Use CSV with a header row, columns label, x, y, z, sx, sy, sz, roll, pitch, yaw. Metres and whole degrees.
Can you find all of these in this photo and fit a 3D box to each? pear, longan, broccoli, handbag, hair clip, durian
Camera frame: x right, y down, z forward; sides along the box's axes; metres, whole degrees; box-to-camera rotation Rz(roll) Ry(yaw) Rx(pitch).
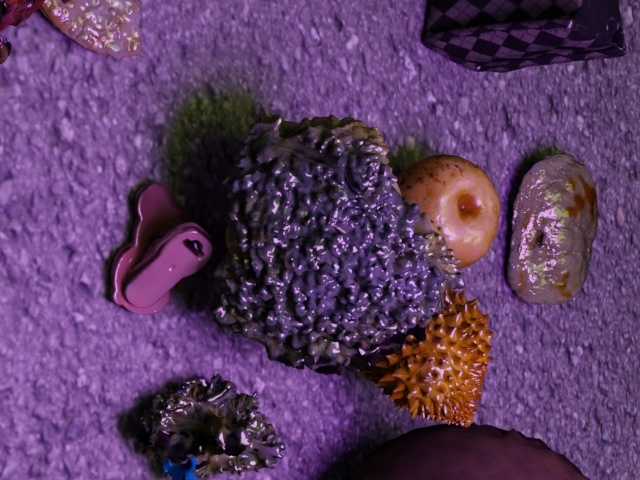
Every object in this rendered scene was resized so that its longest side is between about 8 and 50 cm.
label,x,y,z,sx,sy,sz,roll,pitch,yaw
pear,0.166,-0.037,1.813,0.178,0.178,0.178,-3,94,-42
longan,0.198,0.422,1.714,0.391,0.391,0.391,-3,94,-42
broccoli,-0.010,-0.005,1.602,0.348,0.293,0.281,58,11,-15
handbag,0.323,-0.465,1.827,0.180,0.316,0.416,16,81,-35
broccoli,-0.131,0.239,1.561,0.154,0.160,0.167,-42,101,-13
hair clip,-0.202,0.016,1.570,0.138,0.102,0.123,-45,125,8
durian,0.124,0.125,1.729,0.183,0.249,0.138,-52,130,1

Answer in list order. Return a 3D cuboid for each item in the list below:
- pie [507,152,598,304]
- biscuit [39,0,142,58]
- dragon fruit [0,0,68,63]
label,x,y,z,sx,sy,sz,roll,pitch,yaw
pie,0.385,-0.018,2.062,0.201,0.090,0.248,0,96,-45
biscuit,-0.267,-0.336,1.483,0.188,0.040,0.265,-35,116,-35
dragon fruit,-0.345,-0.320,1.318,0.147,0.211,0.282,-47,148,-23
